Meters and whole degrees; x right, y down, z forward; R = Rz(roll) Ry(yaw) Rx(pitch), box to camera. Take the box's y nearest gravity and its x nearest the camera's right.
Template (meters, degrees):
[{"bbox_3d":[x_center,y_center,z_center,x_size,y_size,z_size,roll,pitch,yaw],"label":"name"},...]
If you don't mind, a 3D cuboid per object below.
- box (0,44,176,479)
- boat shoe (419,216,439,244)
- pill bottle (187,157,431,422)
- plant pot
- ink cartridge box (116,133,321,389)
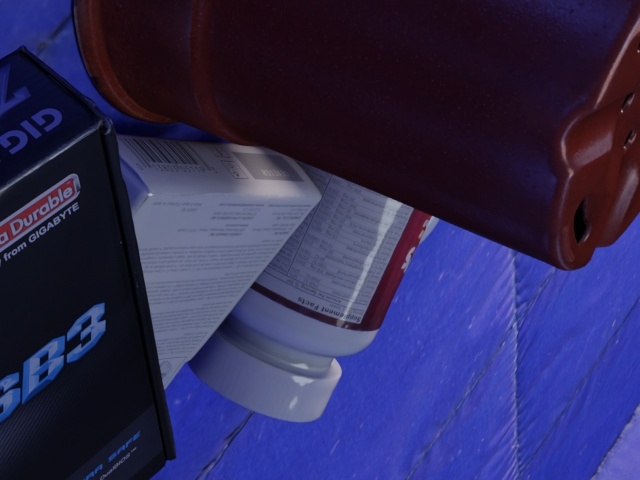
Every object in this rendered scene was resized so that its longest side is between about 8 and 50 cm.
[{"bbox_3d":[-0.208,0.099,0.682,0.295,0.073,0.293,-37,152,-25],"label":"box"},{"bbox_3d":[0.070,-0.080,1.128,0.183,0.065,0.083,-67,156,-2],"label":"boat shoe"},{"bbox_3d":[0.000,0.000,0.991,0.121,0.121,0.221,-2,119,-64],"label":"pill bottle"},{"bbox_3d":[0.062,-0.130,0.779,0.272,0.265,0.272,-46,153,-32],"label":"plant pot"},{"bbox_3d":[-0.121,0.038,0.885,0.224,0.056,0.181,-49,158,21],"label":"ink cartridge box"}]
